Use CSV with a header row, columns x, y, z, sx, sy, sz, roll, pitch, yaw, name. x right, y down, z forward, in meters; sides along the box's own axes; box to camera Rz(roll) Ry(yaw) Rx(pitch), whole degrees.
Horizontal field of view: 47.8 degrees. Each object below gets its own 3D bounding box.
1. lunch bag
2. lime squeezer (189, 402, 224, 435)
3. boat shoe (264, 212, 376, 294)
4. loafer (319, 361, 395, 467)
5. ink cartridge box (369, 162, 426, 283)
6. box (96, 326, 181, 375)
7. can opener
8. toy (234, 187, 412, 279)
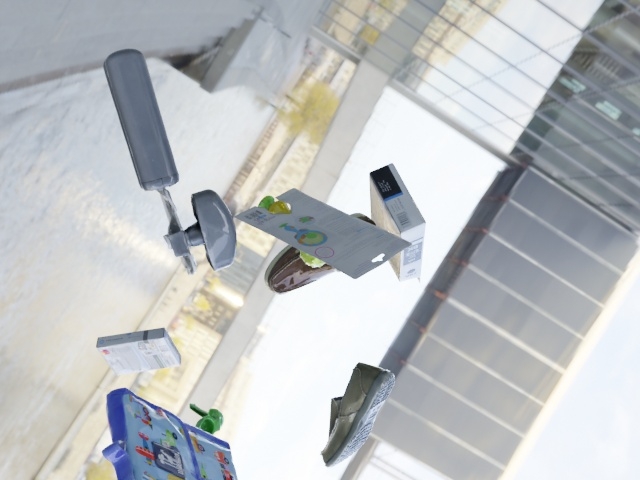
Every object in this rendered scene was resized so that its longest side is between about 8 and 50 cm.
x,y,z,sx,sy,sz,roll,pitch,yaw,name
-0.234,0.364,1.070,0.138,0.293,0.221,-29,-135,3,lunch bag
-0.291,0.433,1.726,0.310,0.110,0.058,-48,156,-86,lime squeezer
0.006,0.031,1.461,0.258,0.095,0.095,-35,-150,-8,boat shoe
0.062,0.349,1.459,0.094,0.087,0.251,-1,122,-59,loafer
0.171,-0.019,1.630,0.065,0.165,0.332,-24,153,-5,ink cartridge box
-0.488,0.302,1.950,0.145,0.186,0.038,74,7,-47,box
-0.177,-0.094,0.878,0.095,0.283,0.076,-18,-166,-17,can opener
0.000,0.000,1.084,0.137,0.237,0.056,-29,137,-41,toy
